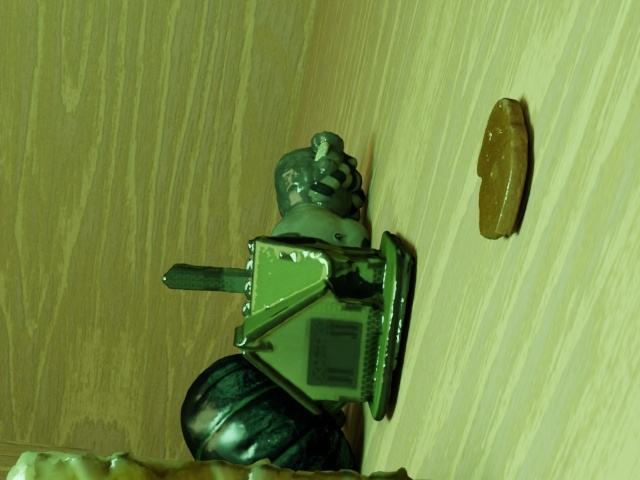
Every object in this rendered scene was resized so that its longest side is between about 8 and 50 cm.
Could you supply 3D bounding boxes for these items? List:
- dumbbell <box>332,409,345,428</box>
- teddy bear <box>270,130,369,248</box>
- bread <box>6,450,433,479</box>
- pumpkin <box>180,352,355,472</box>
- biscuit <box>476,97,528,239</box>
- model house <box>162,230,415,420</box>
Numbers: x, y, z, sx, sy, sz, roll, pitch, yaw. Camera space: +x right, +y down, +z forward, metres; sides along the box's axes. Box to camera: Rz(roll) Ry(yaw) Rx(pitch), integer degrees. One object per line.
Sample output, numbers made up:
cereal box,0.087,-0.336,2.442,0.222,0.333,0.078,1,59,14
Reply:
dumbbell,-0.015,0.292,1.979,0.081,0.081,0.254,-98,17,-69
teddy bear,0.004,-0.003,2.005,0.171,0.144,0.251,70,-160,-53
bread,-0.083,0.365,1.171,0.279,0.371,0.390,161,113,-79
pumpkin,-0.041,0.237,1.814,0.248,0.248,0.248,-172,90,-84
biscuit,0.149,-0.058,1.168,0.130,0.019,0.102,-88,9,-46
model house,-0.049,0.083,1.658,0.218,0.278,0.205,-123,39,-83
